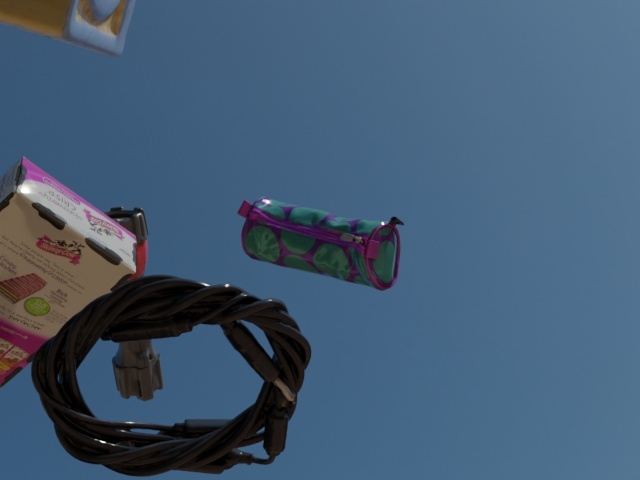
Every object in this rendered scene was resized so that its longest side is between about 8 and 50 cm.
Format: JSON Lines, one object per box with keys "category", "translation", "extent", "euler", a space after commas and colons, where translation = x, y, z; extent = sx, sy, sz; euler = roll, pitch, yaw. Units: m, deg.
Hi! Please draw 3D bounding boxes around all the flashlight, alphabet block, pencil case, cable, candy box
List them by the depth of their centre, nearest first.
{"category": "cable", "translation": [-0.099, 0.093, 0.623], "extent": [0.184, 0.047, 0.151], "euler": [13, -64, -15]}
{"category": "pencil case", "translation": [0.000, 0.000, 0.844], "extent": [0.070, 0.151, 0.065], "euler": [46, -118, -52]}
{"category": "candy box", "translation": [-0.337, 0.041, 1.002], "extent": [0.233, 0.071, 0.159], "euler": [-38, -55, 18]}
{"category": "alphabet block", "translation": [-0.332, -0.343, 1.086], "extent": [0.197, 0.192, 0.194], "euler": [17, -85, 6]}
{"category": "flashlight", "translation": [-0.317, 0.101, 1.507], "extent": [0.103, 0.103, 0.304], "euler": [2, -72, 20]}
